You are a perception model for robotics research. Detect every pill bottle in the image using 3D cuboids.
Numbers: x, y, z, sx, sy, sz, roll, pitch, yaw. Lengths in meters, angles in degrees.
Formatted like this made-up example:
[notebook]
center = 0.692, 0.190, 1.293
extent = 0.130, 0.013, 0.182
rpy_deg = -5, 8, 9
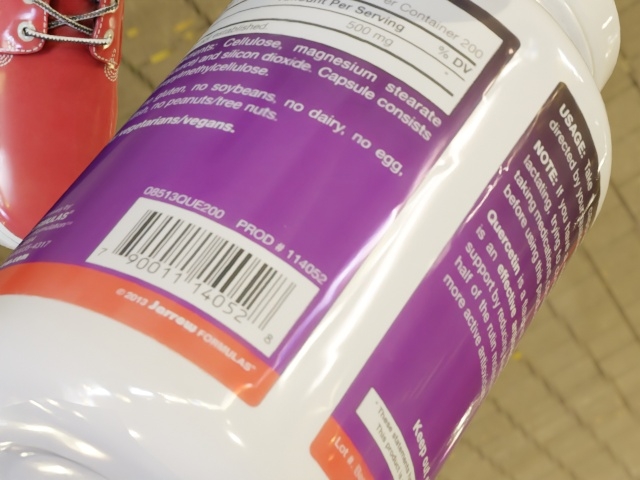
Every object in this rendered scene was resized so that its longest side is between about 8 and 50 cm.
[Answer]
[pill bottle]
center = 0.000, 0.000, 0.725
extent = 0.323, 0.181, 0.181
rpy_deg = -53, 172, -34

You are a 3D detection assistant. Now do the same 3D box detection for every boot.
[boot]
center = -0.118, -0.123, 0.845
extent = 0.088, 0.244, 0.176
rpy_deg = 2, 168, -29
